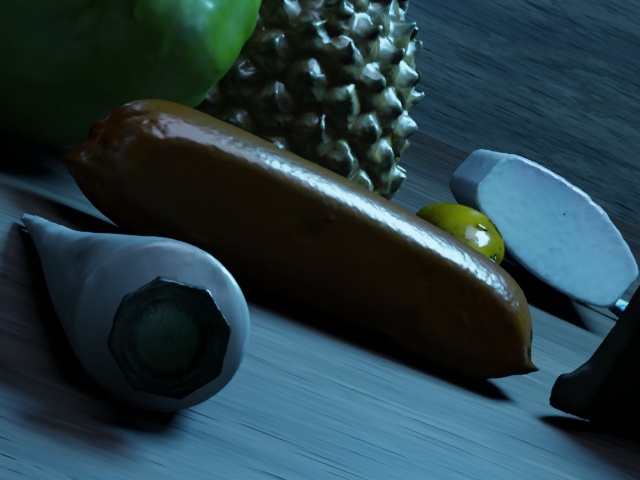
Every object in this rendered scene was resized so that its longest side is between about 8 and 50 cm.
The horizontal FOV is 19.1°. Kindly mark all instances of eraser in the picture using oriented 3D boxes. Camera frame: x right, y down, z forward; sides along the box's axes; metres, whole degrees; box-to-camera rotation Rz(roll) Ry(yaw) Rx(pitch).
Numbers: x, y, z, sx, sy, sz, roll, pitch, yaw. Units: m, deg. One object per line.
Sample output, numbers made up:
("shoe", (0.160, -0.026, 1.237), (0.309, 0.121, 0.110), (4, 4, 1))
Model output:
("eraser", (0.219, -0.016, 1.914), (0.174, 0.095, 0.270), (40, 1, -4))

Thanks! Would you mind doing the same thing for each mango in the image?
("mango", (0.124, -0.003, 1.763), (0.077, 0.063, 0.127), (13, 11, -23))

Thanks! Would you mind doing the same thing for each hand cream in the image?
("hand cream", (-0.092, 0.025, 0.962), (0.121, 0.076, 0.336), (25, 1, -11))

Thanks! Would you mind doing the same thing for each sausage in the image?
("sausage", (0.000, 0.000, 1.244), (0.348, 0.094, 0.097), (23, 12, -18))

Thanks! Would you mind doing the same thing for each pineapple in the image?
("pineapple", (0.005, -0.178, 1.476), (0.223, 0.357, 0.223), (21, 8, -3))

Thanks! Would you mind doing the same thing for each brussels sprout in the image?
("brussels sprout", (-0.199, -0.196, 1.324), (0.274, 0.242, 0.316), (-12, 37, -38))

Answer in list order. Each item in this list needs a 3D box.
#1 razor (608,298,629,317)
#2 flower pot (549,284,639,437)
("razor", (0.364, 0.088, 1.992), (0.191, 0.037, 0.068), (26, -30, -10))
("flower pot", (0.364, 0.045, 1.215), (0.379, 0.251, 0.379), (16, -6, 2))
